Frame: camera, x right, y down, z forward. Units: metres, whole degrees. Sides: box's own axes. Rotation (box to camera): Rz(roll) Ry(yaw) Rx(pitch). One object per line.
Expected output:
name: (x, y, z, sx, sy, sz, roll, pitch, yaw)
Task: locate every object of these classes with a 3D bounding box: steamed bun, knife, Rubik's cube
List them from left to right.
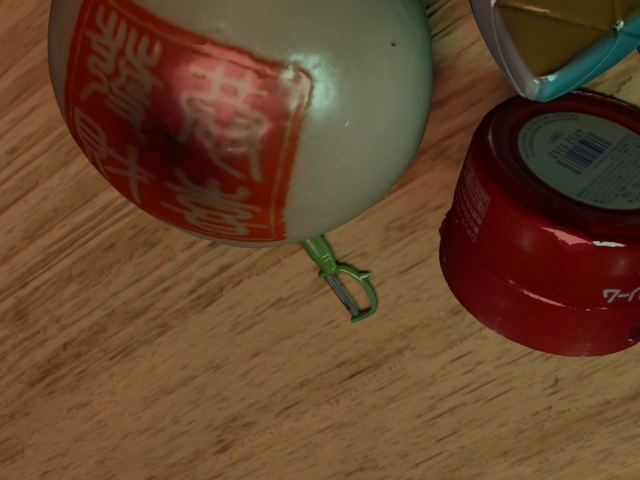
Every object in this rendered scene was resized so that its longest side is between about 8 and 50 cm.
steamed bun: (-0.084, -0.148, 1.630, 0.374, 0.241, 0.374, 13, 134, 14)
knife: (0.000, 0.001, 1.862, 0.054, 0.015, 0.212, -19, 118, 33)
Rubik's cube: (0.200, -0.178, 1.501, 0.254, 0.254, 0.254, 12, 131, 14)

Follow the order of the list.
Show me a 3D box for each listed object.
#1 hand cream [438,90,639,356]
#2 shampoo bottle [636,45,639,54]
hand cream: (0.227, -0.020, 1.613, 0.230, 0.230, 0.149, 18, 129, 8)
shampoo bottle: (0.360, -0.196, 1.528, 0.087, 0.050, 0.183, 44, 131, -12)
